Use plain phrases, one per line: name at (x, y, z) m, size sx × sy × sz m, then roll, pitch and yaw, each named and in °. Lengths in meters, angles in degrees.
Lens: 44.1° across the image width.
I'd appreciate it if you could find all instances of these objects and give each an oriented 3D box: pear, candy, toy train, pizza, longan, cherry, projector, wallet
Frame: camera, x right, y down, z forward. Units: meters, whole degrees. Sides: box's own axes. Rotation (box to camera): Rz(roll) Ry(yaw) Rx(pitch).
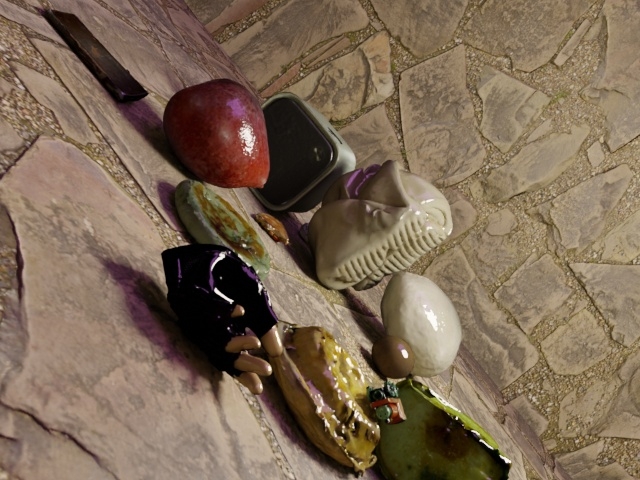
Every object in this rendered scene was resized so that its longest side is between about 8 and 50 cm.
pear at (0.190, 0.354, 1.403) m, size 0.238 × 0.164 × 0.255 m, roll 38°, pitch 1°, yaw 4°
candy at (0.262, 0.212, 2.026) m, size 0.295 × 0.185 × 0.295 m, roll -16°, pitch 90°, yaw -79°
toy train at (0.103, 0.257, 1.241) m, size 0.103 × 0.044 × 0.064 m, roll 38°, pitch 36°, yaw -69°
pizza at (-0.121, -0.034, 1.843) m, size 0.099 × 0.029 × 0.100 m, roll 33°, pitch 16°, yaw -35°
longan at (0.164, 0.267, 1.800) m, size 0.113 × 0.092 × 0.113 m, roll 40°, pitch -15°, yaw 13°
cherry at (-0.214, -0.213, 1.628) m, size 0.239 × 0.206 × 0.239 m, roll 173°, pitch -90°, yaw -88°
projector at (-0.073, -0.224, 2.092) m, size 0.248 × 0.248 × 0.249 m, roll 51°, pitch 10°, yaw 8°
wallet at (-0.451, -0.368, 1.589) m, size 0.232 × 0.031 × 0.122 m, roll 48°, pitch 14°, yaw -2°

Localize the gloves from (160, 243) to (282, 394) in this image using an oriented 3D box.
gloves at (-0.123, 0.108, 1.040) m, size 0.164 × 0.124 × 0.203 m, roll 10°, pitch 59°, yaw -45°

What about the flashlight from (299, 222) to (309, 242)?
flashlight at (0.000, 0.000, 2.193) m, size 0.093 × 0.047 × 0.200 m, roll 54°, pitch 13°, yaw 27°

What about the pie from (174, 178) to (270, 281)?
pie at (-0.177, -0.017, 1.435) m, size 0.240 × 0.054 × 0.240 m, roll 46°, pitch 12°, yaw -13°

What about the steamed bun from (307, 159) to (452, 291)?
steamed bun at (0.129, -0.053, 1.987) m, size 0.255 × 0.367 × 0.342 m, roll 61°, pitch 9°, yaw 22°

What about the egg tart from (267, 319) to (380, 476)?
egg tart at (0.016, 0.232, 1.240) m, size 0.279 × 0.095 × 0.279 m, roll 53°, pitch 8°, yaw -11°
